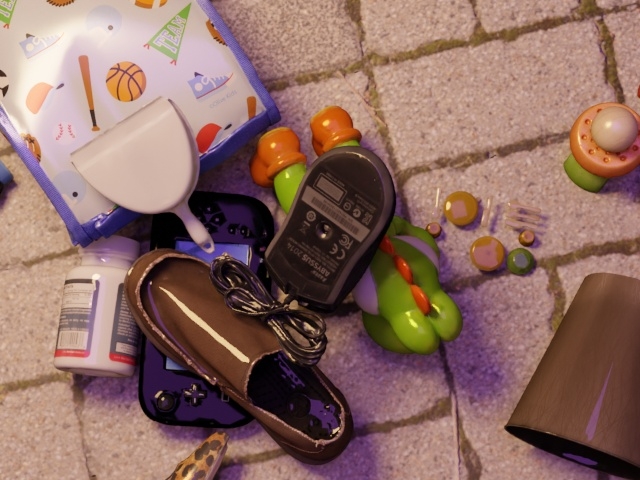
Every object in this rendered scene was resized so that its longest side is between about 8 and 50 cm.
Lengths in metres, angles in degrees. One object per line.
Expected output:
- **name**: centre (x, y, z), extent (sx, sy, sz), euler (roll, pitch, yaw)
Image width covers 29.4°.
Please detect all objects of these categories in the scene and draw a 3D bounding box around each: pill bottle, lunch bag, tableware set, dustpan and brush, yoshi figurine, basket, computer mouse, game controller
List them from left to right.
- **pill bottle**: centre (-0.290, 0.087, 1.623), extent (0.108, 0.108, 0.180), euler (5, 77, 3)
- **lunch bag**: centre (-0.283, -0.218, 1.629), extent (0.328, 0.239, 0.385), euler (-35, 72, -7)
- **dustpan and brush**: centre (-0.193, -0.062, 1.519), extent (0.147, 0.060, 0.211), euler (-32, 106, 5)
- **game controller**: centre (-0.151, 0.091, 1.638), extent (0.167, 0.067, 0.319), euler (2, 78, 3)
- **computer mouse**: centre (0.000, 0.000, 1.488), extent (0.188, 0.072, 0.272), euler (41, 111, 15)
- **yoshi figurine**: centre (0.056, 0.013, 1.614), extent (0.203, 0.203, 0.362), euler (-43, 65, 23)
- **tableware set**: centre (0.222, -0.010, 1.671), extent (0.154, 0.024, 0.104), euler (12, 81, 4)
- **basket**: centre (0.368, 0.169, 1.562), extent (0.204, 0.154, 0.226), euler (20, 75, 6)

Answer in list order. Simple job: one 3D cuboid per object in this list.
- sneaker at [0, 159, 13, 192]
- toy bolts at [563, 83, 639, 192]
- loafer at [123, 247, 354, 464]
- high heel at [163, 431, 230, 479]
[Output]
- **sneaker**: centre (-0.539, -0.132, 1.695), extent (0.232, 0.081, 0.090), euler (39, 74, 9)
- **toy bolts**: centre (0.467, -0.147, 1.621), extent (0.218, 0.158, 0.228), euler (37, 81, 9)
- **loafer**: centre (-0.090, 0.137, 1.551), extent (0.366, 0.130, 0.134), euler (39, 73, -3)
- **high heel**: centre (-0.253, 0.310, 1.575), extent (0.186, 0.093, 0.261), euler (38, 90, 3)
